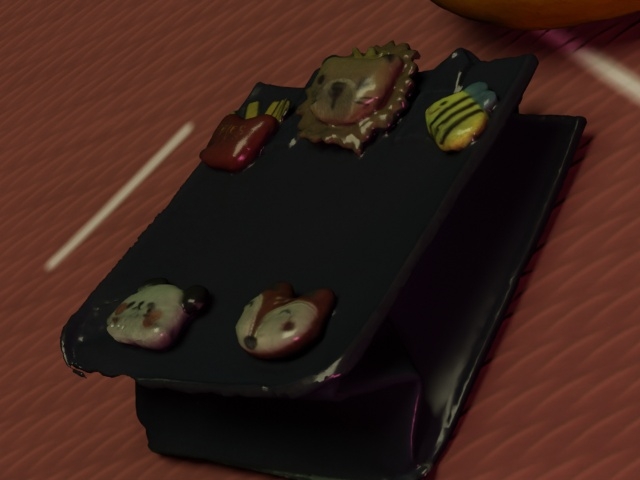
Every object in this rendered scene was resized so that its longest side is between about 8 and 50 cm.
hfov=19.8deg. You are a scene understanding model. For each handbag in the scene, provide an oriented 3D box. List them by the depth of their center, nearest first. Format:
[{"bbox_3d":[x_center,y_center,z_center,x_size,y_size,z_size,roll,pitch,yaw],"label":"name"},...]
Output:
[{"bbox_3d":[0.000,0.000,1.302,0.303,0.122,0.329,2,54,47],"label":"handbag"}]

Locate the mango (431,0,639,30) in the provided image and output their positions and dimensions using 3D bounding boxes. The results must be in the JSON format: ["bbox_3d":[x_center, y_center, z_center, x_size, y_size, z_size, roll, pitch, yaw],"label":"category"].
[{"bbox_3d":[0.180,-0.241,1.345,0.332,0.142,0.195,19,73,49],"label":"mango"}]
